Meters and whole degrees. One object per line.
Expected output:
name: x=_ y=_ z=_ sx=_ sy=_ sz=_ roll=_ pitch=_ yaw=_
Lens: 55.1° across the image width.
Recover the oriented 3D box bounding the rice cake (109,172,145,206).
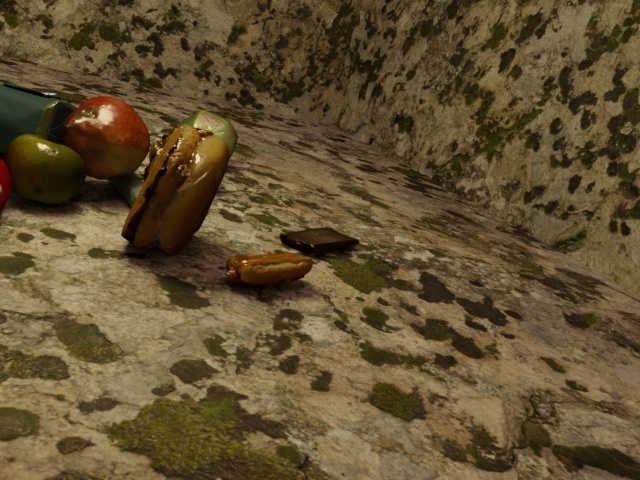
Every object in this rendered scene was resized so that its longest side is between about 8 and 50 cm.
rice cake: x=-0.546 y=-0.153 z=1.765 sx=0.066 sy=0.062 sz=0.336 roll=-2 pitch=26 yaw=-34

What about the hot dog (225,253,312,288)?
hot dog: x=-0.126 y=0.073 z=1.466 sx=0.249 sy=0.076 sz=0.102 roll=-3 pitch=14 yaw=-43

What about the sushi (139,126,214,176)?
sushi: x=-0.456 y=-0.265 z=1.982 sx=0.204 sy=0.213 sz=0.200 roll=16 pitch=-20 yaw=-33

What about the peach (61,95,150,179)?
peach: x=-0.602 y=-0.279 z=1.678 sx=0.232 sy=0.232 sz=0.257 roll=28 pitch=7 yaw=30

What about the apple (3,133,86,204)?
apple: x=-0.692 y=-0.175 z=1.535 sx=0.197 sy=0.156 sz=0.196 roll=18 pitch=4 yaw=-1

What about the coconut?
coconut: x=-0.436 y=-0.388 z=2.331 sx=0.236 sy=0.204 sz=0.235 roll=6 pitch=65 yaw=-12

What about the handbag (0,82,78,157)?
handbag: x=-0.822 y=-0.320 z=1.734 sx=0.241 sy=0.222 sz=0.263 roll=18 pitch=3 yaw=2

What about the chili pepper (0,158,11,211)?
chili pepper: x=-0.747 y=-0.093 z=1.300 sx=0.131 sy=0.134 sz=0.338 roll=14 pitch=17 yaw=-19

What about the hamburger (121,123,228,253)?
hamburger: x=-0.346 y=-0.116 z=1.472 sx=0.174 sy=0.304 sz=0.284 roll=25 pitch=26 yaw=-8

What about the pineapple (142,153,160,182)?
pineapple: x=-0.419 y=-0.173 z=1.816 sx=0.193 sy=0.166 sz=0.166 roll=41 pitch=-1 yaw=-40

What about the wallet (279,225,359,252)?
wallet: x=0.000 y=0.000 z=1.854 sx=0.133 sy=0.039 sz=0.243 roll=21 pitch=18 yaw=31
